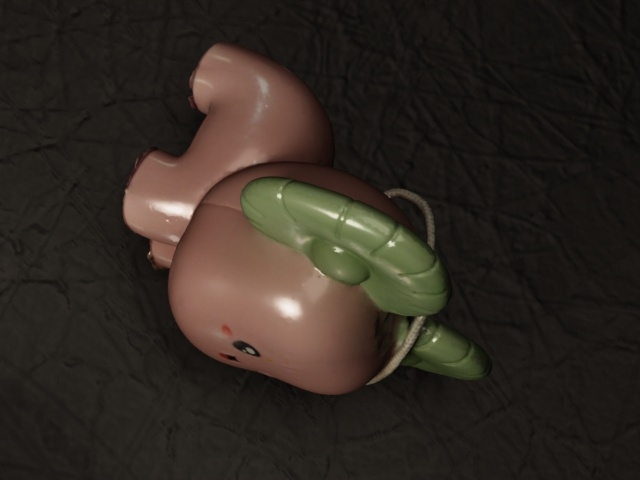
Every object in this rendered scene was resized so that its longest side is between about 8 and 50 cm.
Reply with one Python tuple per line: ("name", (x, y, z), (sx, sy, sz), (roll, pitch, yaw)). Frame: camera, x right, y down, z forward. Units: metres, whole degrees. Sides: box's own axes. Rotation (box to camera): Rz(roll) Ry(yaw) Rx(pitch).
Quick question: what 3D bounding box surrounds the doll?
("doll", (0.000, 0.000, 1.327), (0.268, 0.284, 0.216), (23, 75, 22))
